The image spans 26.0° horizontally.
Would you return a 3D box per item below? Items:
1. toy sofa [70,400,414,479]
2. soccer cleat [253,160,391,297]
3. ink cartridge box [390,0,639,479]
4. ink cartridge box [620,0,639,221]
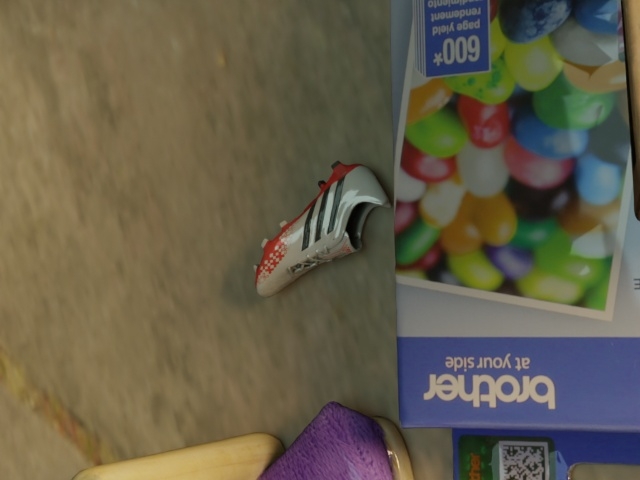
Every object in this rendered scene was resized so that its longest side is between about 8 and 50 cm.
[{"bbox_3d":[0.004,0.257,0.588,0.177,0.150,0.362,-36,73,25],"label":"toy sofa"},{"bbox_3d":[0.000,0.000,0.663,0.083,0.029,0.035,-50,64,14],"label":"soccer cleat"},{"bbox_3d":[0.123,-0.026,0.580,0.186,0.065,0.311,-2,90,29],"label":"ink cartridge box"},{"bbox_3d":[0.215,-0.112,0.460,0.235,0.088,0.193,-6,81,12],"label":"ink cartridge box"}]
